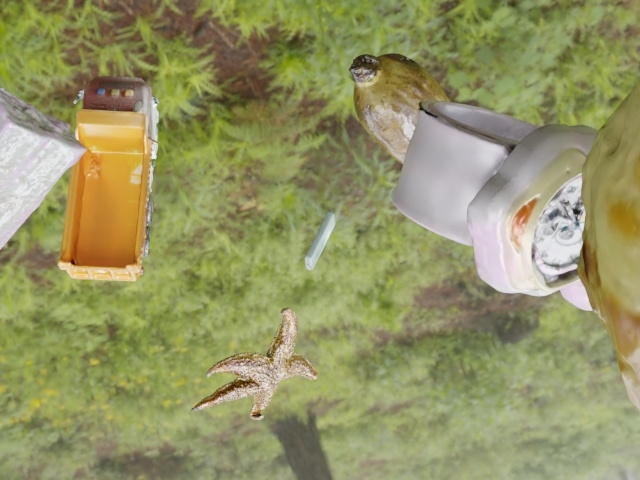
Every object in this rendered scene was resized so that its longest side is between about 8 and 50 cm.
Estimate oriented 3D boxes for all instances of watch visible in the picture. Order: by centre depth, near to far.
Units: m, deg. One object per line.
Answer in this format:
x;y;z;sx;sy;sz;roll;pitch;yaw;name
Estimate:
0.205;-0.063;0.871;0.248;0.217;0.211;3;115;-31;watch

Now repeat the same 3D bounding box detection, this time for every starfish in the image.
-0.084;0.196;1.330;0.227;0.043;0.241;-13;133;-42;starfish

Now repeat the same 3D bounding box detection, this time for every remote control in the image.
0.000;0.000;1.779;0.017;0.125;0.053;19;154;16;remote control

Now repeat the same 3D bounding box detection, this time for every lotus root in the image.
0.132;-0.212;1.429;0.128;0.145;0.260;-14;142;40;lotus root

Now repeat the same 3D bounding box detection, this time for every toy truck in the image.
-0.273;-0.079;1.159;0.114;0.271;0.135;3;161;-6;toy truck

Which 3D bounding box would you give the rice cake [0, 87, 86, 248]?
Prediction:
-0.343;-0.015;0.836;0.298;0.050;0.106;-43;155;19;rice cake

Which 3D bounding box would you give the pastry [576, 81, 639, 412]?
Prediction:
0.345;0.030;0.561;0.313;0.388;0.388;-58;160;-9;pastry
